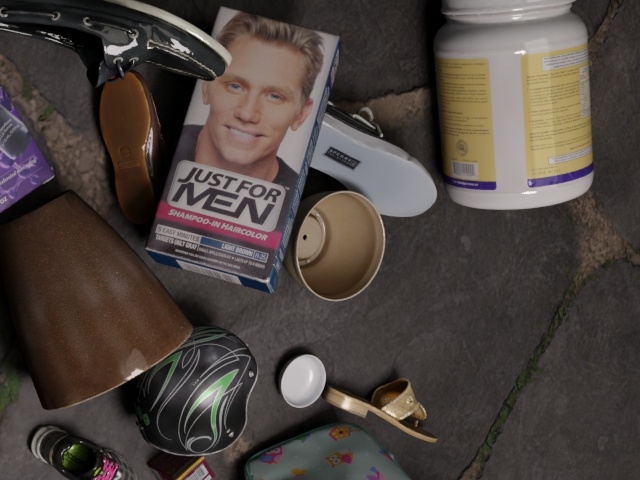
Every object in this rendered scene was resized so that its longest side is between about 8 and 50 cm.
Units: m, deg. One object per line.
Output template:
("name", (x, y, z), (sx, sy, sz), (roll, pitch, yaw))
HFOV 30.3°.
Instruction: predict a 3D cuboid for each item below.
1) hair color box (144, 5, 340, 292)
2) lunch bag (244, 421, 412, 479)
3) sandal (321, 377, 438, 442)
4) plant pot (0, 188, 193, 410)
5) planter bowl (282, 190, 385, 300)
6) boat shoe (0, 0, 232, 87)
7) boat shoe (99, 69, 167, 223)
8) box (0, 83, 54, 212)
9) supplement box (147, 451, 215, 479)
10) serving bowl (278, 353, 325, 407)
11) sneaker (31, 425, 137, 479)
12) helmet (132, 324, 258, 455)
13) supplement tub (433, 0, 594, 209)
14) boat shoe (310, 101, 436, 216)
("hair color box", (-0.100, -0.121, 1.588), (0.173, 0.105, 0.347), (15, 79, 4))
("lunch bag", (0.018, 0.394, 1.738), (0.224, 0.279, 0.108), (-22, 123, -20))
("sandal", (0.115, 0.256, 1.904), (0.240, 0.088, 0.079), (25, 89, -32))
("plant pot", (-0.308, 0.060, 1.500), (0.215, 0.215, 0.230), (-31, 102, -28))
("planter bowl", (0.000, 0.000, 1.757), (0.162, 0.109, 0.162), (-8, 104, -35))
("boat shoe", (-0.278, -0.249, 1.467), (0.340, 0.127, 0.113), (22, 78, -26))
("boat shoe", (-0.246, -0.128, 1.584), (0.073, 0.073, 0.207), (-45, 135, -67))
("box", (-0.444, -0.125, 1.406), (0.153, 0.108, 0.207), (-40, 120, -24))
("supplement box", (-0.198, 0.328, 1.686), (0.055, 0.083, 0.043), (-40, 120, -24))
("serving bowl", (-0.033, 0.214, 1.823), (0.083, 0.027, 0.083), (-8, 103, -35))
("sneaker", (-0.310, 0.307, 1.604), (0.170, 0.074, 0.063), (38, 75, -35))
("helmet", (-0.174, 0.198, 1.633), (0.169, 0.169, 0.162), (-5, 118, -36))
("supplement tub", (0.302, -0.233, 1.858), (0.241, 0.241, 0.331), (-15, 107, -34))
("boat shoe", (0.046, -0.137, 1.769), (0.306, 0.105, 0.113), (23, 128, -26))
